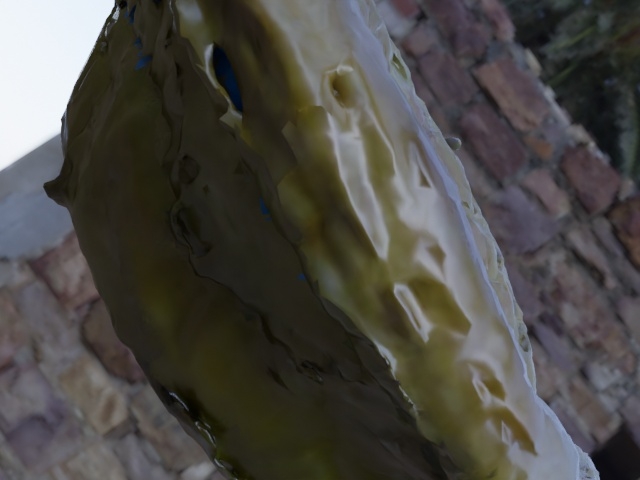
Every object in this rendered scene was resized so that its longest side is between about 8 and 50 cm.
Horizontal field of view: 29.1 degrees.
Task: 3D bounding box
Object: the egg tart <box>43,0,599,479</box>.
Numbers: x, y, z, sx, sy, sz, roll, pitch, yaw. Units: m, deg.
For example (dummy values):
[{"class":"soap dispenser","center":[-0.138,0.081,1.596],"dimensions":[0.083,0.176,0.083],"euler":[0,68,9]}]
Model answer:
[{"class":"egg tart","center":[0.000,0.000,0.573],"dimensions":[0.388,0.169,0.388],"euler":[60,8,-13]}]
